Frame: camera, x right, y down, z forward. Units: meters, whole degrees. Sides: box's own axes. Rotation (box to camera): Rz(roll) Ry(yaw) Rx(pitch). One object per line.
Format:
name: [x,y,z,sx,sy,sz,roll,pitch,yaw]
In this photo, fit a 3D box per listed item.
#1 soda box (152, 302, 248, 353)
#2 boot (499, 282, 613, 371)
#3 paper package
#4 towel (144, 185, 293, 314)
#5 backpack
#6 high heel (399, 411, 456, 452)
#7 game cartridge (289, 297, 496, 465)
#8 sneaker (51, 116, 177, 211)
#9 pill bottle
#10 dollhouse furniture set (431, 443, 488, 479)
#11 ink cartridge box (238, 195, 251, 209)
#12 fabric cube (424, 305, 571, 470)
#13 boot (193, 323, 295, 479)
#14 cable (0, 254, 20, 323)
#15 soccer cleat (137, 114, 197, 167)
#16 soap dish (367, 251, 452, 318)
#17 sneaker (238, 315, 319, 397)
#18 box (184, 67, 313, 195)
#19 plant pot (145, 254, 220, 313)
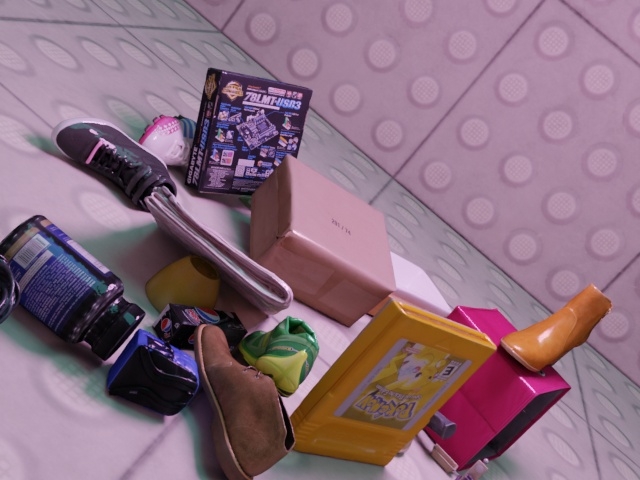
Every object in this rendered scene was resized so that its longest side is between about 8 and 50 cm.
soda box: [-0.210,0.156,1.478,0.169,0.060,0.053,16,29,-52]
boot: [0.515,0.176,1.805,0.104,0.211,0.295,48,20,30]
paper package: [0.000,0.000,2.009,0.324,0.168,0.310,30,34,-27]
towel: [-0.190,0.030,1.609,0.317,0.053,0.332,40,-9,-1]
backpack: [-0.242,0.195,1.258,0.120,0.098,0.101,32,15,-20]
high heel: [0.134,0.348,1.722,0.261,0.093,0.186,11,15,-42]
game cartridge: [0.120,0.261,1.461,0.285,0.324,0.053,22,22,-42]
sneaker: [-0.411,-0.154,1.739,0.295,0.105,0.147,27,16,-47]
pill bottle: [-0.373,0.074,1.242,0.219,0.123,0.123,40,18,-1]
dollhouse furniture set: [0.284,0.455,1.723,0.114,0.081,0.091,45,18,15]
ink cartridge box: [-0.107,-0.070,2.228,0.209,0.062,0.109,42,19,9]
fabric cube: [0.360,0.326,1.899,0.258,0.259,0.254,50,21,27]
boot: [-0.122,0.237,1.326,0.112,0.115,0.305,57,4,-44]
cable: [-0.490,0.067,1.110,0.150,0.047,0.184,31,35,12]
soccer cleat: [-0.343,-0.233,2.051,0.143,0.116,0.331,38,17,-1]
soap dish: [0.199,0.133,2.270,0.290,0.118,0.229,25,22,-38]
sneaker: [-0.062,0.199,1.476,0.109,0.123,0.295,50,-11,-11]
box: [-0.175,-0.259,2.086,0.295,0.294,0.073,1,16,-44]
plant pot: [-0.238,0.084,1.537,0.134,0.095,0.134,36,18,-14]
